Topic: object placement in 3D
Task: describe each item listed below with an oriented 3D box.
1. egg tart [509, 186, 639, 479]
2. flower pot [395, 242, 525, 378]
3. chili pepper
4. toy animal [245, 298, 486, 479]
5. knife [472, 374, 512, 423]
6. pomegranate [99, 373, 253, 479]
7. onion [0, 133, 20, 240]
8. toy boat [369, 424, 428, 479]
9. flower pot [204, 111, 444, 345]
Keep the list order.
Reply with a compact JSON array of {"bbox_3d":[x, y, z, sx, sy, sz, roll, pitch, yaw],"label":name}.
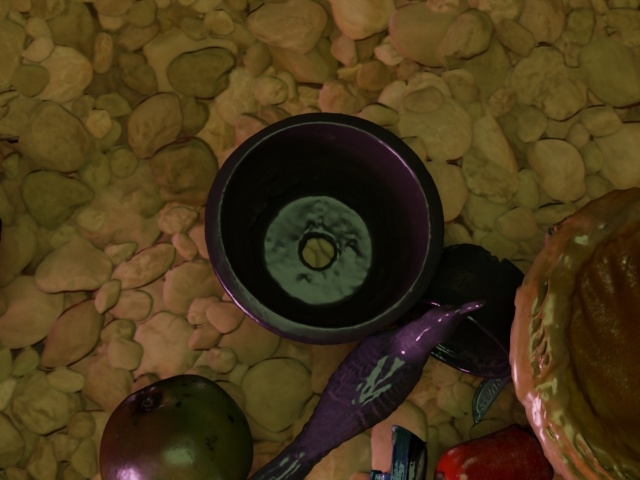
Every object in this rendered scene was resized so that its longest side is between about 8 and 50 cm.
[{"bbox_3d":[0.361,0.130,1.442,0.387,0.169,0.388,4,81,-26],"label":"egg tart"},{"bbox_3d":[0.175,0.075,1.492,0.157,0.157,0.107,29,67,3],"label":"flower pot"},{"bbox_3d":[0.173,0.280,1.469,0.192,0.084,0.086,-19,55,-22],"label":"chili pepper"},{"bbox_3d":[0.042,0.172,1.437,0.367,0.206,0.081,-43,90,7],"label":"toy animal"},{"bbox_3d":[0.241,0.132,1.545,0.028,0.015,0.210,38,81,-1],"label":"knife"},{"bbox_3d":[-0.152,0.259,1.440,0.180,0.180,0.210,-25,113,-7],"label":"pomegranate"},{"bbox_3d":[-0.484,0.003,1.433,0.256,0.230,0.273,-2,87,-2],"label":"onion"},{"bbox_3d":[0.087,0.286,1.489,0.060,0.060,0.137,7,84,24],"label":"toy boat"},{"bbox_3d":[0.000,0.000,1.484,0.268,0.166,0.269,1,77,-5],"label":"flower pot"}]
